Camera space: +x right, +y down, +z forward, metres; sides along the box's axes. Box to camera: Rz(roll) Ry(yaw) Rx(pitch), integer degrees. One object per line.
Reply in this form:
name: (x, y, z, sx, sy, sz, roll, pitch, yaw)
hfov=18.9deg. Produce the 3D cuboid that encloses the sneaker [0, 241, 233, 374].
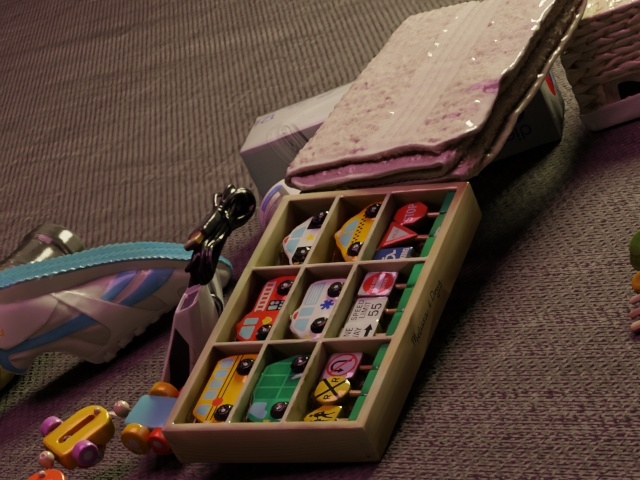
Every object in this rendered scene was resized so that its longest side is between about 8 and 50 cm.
sneaker: (-0.188, 0.056, 1.724, 0.229, 0.092, 0.087, -11, 12, -19)

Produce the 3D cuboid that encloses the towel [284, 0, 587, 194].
towel: (0.098, -0.128, 1.617, 0.187, 0.049, 0.282, -9, 32, 36)

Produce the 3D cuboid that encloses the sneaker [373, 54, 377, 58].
sneaker: (0.058, -0.152, 1.956, 0.162, 0.073, 0.063, -33, 21, -19)

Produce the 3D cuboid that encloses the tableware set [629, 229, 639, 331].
tableware set: (0.276, 0.004, 1.318, 0.154, 0.024, 0.104, -29, 39, 33)

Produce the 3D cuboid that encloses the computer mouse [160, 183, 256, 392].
computer mouse: (-0.088, 0.059, 1.500, 0.042, 0.193, 0.106, 16, 32, 6)

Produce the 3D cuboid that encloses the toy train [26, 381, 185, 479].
toy train: (-0.155, 0.171, 1.450, 0.166, 0.046, 0.125, -21, 36, -1)

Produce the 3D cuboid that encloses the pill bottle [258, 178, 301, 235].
pill bottle: (0.000, 0.000, 1.629, 0.078, 0.078, 0.137, -27, 25, -4)

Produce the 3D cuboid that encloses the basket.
basket: (0.280, -0.187, 1.728, 0.113, 0.103, 0.167, -18, 22, 23)

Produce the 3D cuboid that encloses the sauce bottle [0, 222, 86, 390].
sauce bottle: (-0.326, 0.100, 1.745, 0.111, 0.111, 0.344, -11, 22, 36)

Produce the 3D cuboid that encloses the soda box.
soda box: (0.076, -0.104, 1.780, 0.286, 0.098, 0.091, -19, 21, 18)

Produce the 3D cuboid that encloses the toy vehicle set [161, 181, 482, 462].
toy vehicle set: (0.006, 0.058, 1.436, 0.166, 0.035, 0.267, -4, 39, 28)
